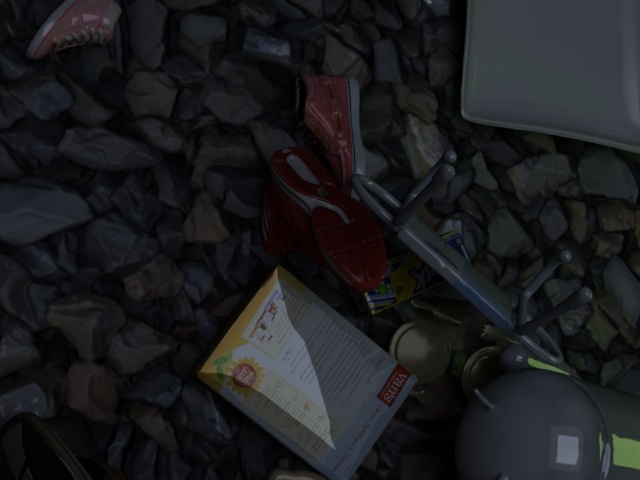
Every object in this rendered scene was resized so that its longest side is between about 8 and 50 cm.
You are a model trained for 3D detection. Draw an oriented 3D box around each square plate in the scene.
[{"bbox_3d":[0.346,-0.308,1.916,0.344,0.049,0.347,8,77,-23],"label":"square plate"}]

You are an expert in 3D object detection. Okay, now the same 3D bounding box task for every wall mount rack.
[{"bbox_3d":[0.196,0.007,1.597,0.350,0.304,0.130,41,103,-1],"label":"wall mount rack"}]

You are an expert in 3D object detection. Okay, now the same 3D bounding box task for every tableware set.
[{"bbox_3d":[0.175,0.163,1.760,0.194,0.039,0.128,22,84,-14],"label":"tableware set"}]

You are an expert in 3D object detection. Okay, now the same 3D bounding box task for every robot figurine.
[{"bbox_3d":[0.305,0.270,1.675,0.353,0.200,0.300,18,44,-46],"label":"robot figurine"}]

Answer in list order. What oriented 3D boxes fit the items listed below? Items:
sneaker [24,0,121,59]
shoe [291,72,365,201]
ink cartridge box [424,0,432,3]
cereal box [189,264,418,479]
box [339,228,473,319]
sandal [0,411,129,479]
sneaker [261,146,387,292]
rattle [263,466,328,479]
[{"bbox_3d":[-0.292,-0.252,1.610,0.070,0.051,0.134,41,63,-7],"label":"sneaker"},{"bbox_3d":[0.008,-0.132,1.724,0.081,0.063,0.178,3,74,-22],"label":"shoe"},{"bbox_3d":[0.081,-0.454,1.795,0.189,0.097,0.255,21,74,-20],"label":"ink cartridge box"},{"bbox_3d":[-0.018,0.169,1.653,0.240,0.047,0.173,41,76,-14],"label":"cereal box"},{"bbox_3d":[0.113,0.044,1.742,0.169,0.054,0.059,-23,90,-26],"label":"box"},{"bbox_3d":[-0.249,0.311,1.511,0.303,0.120,0.086,46,31,-8],"label":"sandal"},{"bbox_3d":[0.000,0.000,1.644,0.087,0.128,0.221,-14,57,-27],"label":"sneaker"},{"bbox_3d":[0.013,0.358,1.592,0.199,0.143,0.130,35,69,-14],"label":"rattle"}]
